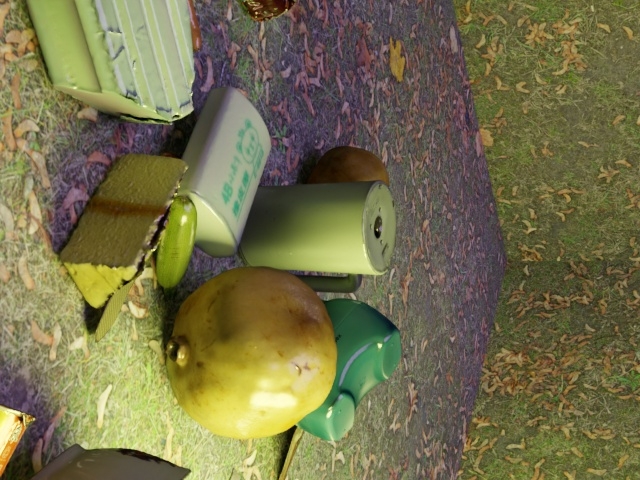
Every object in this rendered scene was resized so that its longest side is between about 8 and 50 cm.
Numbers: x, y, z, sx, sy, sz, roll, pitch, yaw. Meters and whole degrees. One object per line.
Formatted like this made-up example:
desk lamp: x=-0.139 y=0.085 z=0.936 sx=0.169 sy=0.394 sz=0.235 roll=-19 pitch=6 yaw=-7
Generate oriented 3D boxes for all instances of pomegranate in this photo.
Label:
pomegranate: x=-0.135 y=0.209 z=1.641 sx=0.332 sy=0.333 sz=0.332 roll=0 pitch=90 yaw=-65
pomegranate: x=0.069 y=-0.130 z=2.233 sx=0.233 sy=0.233 sz=0.233 roll=0 pitch=90 yaw=-65

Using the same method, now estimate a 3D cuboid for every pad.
pad: x=-0.030 y=0.417 z=2.064 sx=0.286 sy=0.018 sz=0.284 roll=107 pitch=8 yaw=-50

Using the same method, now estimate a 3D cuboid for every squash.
squash: x=-0.268 y=0.010 z=1.590 sx=0.066 sy=0.066 sz=0.252 roll=-62 pitch=174 yaw=-46

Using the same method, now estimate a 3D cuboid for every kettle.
kettle: x=0.001 y=-0.016 z=1.944 sx=0.265 sy=0.318 sz=0.205 roll=45 pitch=49 yaw=-58

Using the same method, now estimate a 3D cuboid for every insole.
insole: x=-0.339 y=0.076 z=1.531 sx=0.086 sy=0.005 sz=0.253 roll=106 pitch=5 yaw=-47

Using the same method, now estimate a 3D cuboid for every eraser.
eraser: x=-0.191 y=-0.134 z=1.681 sx=0.189 sy=0.104 sz=0.290 roll=54 pitch=39 yaw=-42

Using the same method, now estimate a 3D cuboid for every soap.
soap: x=-0.343 y=-0.397 z=1.396 sx=0.261 sy=0.156 sz=0.446 roll=-51 pitch=134 yaw=-55

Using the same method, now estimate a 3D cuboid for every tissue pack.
tissue pack: x=0.024 y=0.267 z=1.869 sx=0.287 sy=0.206 sz=0.198 roll=-48 pitch=149 yaw=-23

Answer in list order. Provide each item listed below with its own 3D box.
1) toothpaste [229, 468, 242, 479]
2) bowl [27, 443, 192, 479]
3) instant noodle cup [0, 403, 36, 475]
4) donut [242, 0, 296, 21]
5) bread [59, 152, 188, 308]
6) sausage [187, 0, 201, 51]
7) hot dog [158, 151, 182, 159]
toothpaste: x=-0.206 y=0.627 z=1.811 sx=0.075 sy=0.048 sz=0.301 roll=43 pitch=38 yaw=-22
bowl: x=-0.364 y=0.404 z=1.270 sx=0.157 sy=0.337 sz=0.337 roll=47 pitch=30 yaw=3
instant noodle cup: x=-0.479 y=0.264 z=1.053 sx=0.213 sy=0.213 sz=0.174 roll=46 pitch=57 yaw=-56
donut: x=-0.117 y=-0.620 z=1.975 sx=0.235 sy=0.089 sz=0.235 roll=-2 pitch=90 yaw=-66
bread: x=-0.332 y=-0.025 z=1.469 sx=0.178 sy=0.142 sz=0.266 roll=-56 pitch=-171 yaw=48
sausage: x=-0.264 y=-0.459 z=1.699 sx=0.040 sy=0.047 sz=0.176 roll=-28 pitch=115 yaw=-45
hot dog: x=-0.266 y=-0.119 z=1.691 sx=0.165 sy=0.045 sz=0.071 roll=33 pitch=56 yaw=-62
